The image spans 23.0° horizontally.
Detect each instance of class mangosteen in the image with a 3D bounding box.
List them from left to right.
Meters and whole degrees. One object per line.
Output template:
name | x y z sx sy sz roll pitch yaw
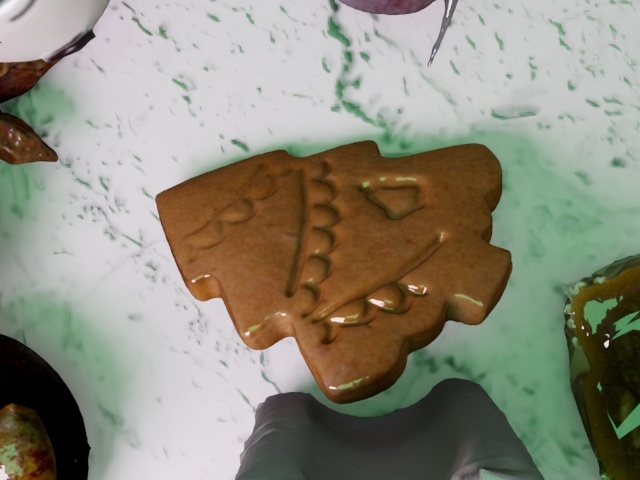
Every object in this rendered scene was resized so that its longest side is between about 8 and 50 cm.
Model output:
mangosteen | -0.288 0.181 1.243 0.211 0.250 0.211 0 96 0

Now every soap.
soap | 0.058 0.289 1.133 0.213 0.435 0.350 -5 90 2

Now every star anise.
star anise | -0.310 -0.110 1.315 0.212 0.111 0.196 -41 96 -3

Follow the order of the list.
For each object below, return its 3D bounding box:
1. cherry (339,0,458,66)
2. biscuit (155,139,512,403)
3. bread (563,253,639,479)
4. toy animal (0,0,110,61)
cherry | 0.061 -0.289 1.240 0.213 0.183 0.266 -46 104 -11
biscuit | 0.000 0.000 1.255 0.306 0.043 0.284 13 49 21
bread | 0.300 0.111 1.275 0.192 0.110 0.210 -10 91 5
toy animal | -0.285 -0.248 1.210 0.266 0.212 0.212 15 92 25
